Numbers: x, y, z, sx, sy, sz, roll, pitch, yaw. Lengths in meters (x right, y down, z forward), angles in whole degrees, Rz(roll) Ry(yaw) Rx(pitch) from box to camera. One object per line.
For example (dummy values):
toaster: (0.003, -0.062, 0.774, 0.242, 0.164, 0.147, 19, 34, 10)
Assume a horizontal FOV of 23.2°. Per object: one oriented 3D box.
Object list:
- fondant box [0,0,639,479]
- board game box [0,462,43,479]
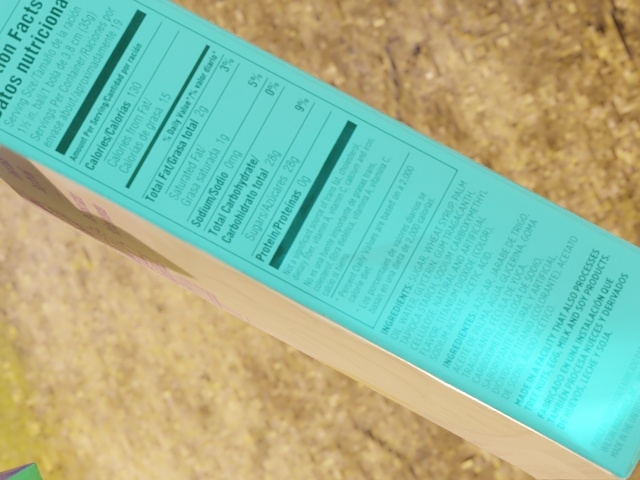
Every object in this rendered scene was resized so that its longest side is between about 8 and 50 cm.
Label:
fondant box: (0.000, 0.000, 0.758, 0.330, 0.096, 0.238, 29, 172, 4)
board game box: (-0.312, 0.211, 0.850, 0.046, 0.213, 0.317, 70, -159, -2)
